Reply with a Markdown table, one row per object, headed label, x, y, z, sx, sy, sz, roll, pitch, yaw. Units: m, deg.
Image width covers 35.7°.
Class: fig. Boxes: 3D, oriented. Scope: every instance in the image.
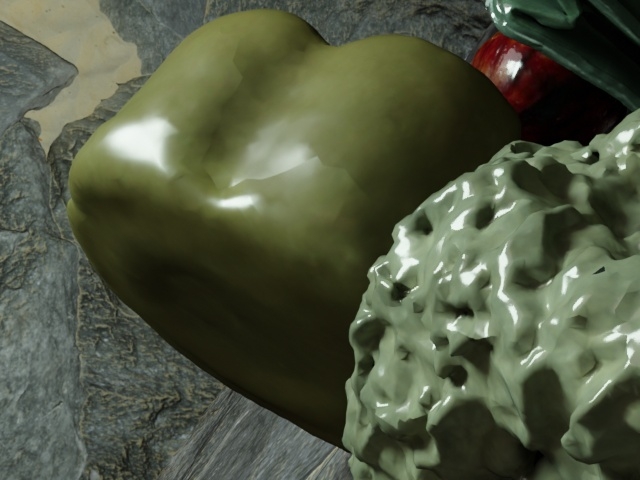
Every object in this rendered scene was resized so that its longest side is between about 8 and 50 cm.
| label | x | y | z | sx | sy | sz | roll | pitch | yaw |
| --- | --- | --- | --- | --- | --- | --- | --- | --- | --- |
| fig | 0.300 | -0.186 | 1.167 | 0.249 | 0.186 | 0.204 | -20 | -11 | -4 |

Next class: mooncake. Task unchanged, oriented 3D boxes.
| label | x | y | z | sx | sy | sz | roll | pitch | yaw |
| --- | --- | --- | --- | --- | --- | --- | --- | --- | --- |
| mooncake | 0.000 | 0.000 | 0.941 | 0.262 | 0.467 | 0.467 | -58 | 8 | -22 |

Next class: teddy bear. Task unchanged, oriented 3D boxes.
| label | x | y | z | sx | sy | sz | roll | pitch | yaw |
| --- | --- | --- | --- | --- | --- | --- | --- | --- | --- |
| teddy bear | 0.178 | 0.049 | 0.541 | 0.367 | 0.224 | 0.357 | -27 | -32 | -33 |

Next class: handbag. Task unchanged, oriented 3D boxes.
| label | x | y | z | sx | sy | sz | roll | pitch | yaw |
| --- | --- | --- | --- | --- | --- | --- | --- | --- | --- |
| handbag | 0.270 | -0.183 | 0.854 | 0.079 | 0.260 | 0.247 | -51 | 10 | 32 |
